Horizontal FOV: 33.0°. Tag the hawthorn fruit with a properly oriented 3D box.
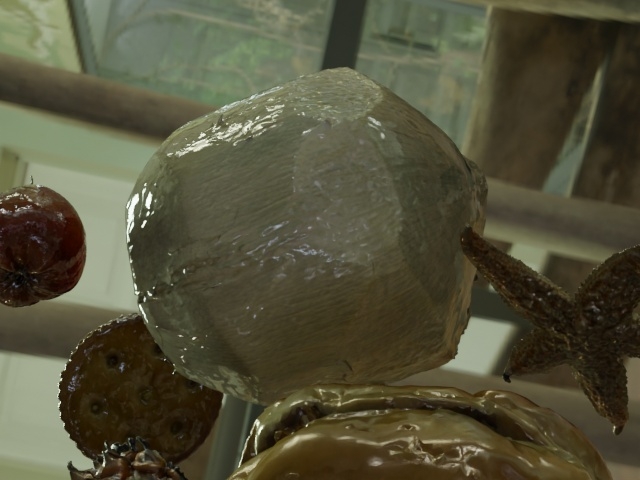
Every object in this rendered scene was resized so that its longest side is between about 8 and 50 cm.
[{"bbox_3d":[-0.292,0.004,1.088,0.140,0.125,0.125,-72,-5,-74],"label":"hawthorn fruit"}]

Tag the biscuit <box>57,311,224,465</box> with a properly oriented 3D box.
[{"bbox_3d":[-0.231,0.200,1.407,0.066,0.221,0.220,-175,97,-71],"label":"biscuit"}]

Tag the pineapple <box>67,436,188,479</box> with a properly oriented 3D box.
[{"bbox_3d":[-0.256,0.333,0.982,0.263,0.272,0.262,9,102,45],"label":"pineapple"}]

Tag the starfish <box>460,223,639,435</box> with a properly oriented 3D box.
[{"bbox_3d":[0.258,0.066,1.001,0.231,0.295,0.048,-29,23,33],"label":"starfish"}]

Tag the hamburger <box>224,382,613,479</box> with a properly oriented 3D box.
[{"bbox_3d":[0.071,0.254,0.782,0.174,0.305,0.284,-45,-51,-67],"label":"hamburger"}]

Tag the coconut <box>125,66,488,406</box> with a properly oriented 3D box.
[{"bbox_3d":[0.000,0.000,1.118,0.346,0.360,0.346,-19,-90,-81],"label":"coconut"}]
